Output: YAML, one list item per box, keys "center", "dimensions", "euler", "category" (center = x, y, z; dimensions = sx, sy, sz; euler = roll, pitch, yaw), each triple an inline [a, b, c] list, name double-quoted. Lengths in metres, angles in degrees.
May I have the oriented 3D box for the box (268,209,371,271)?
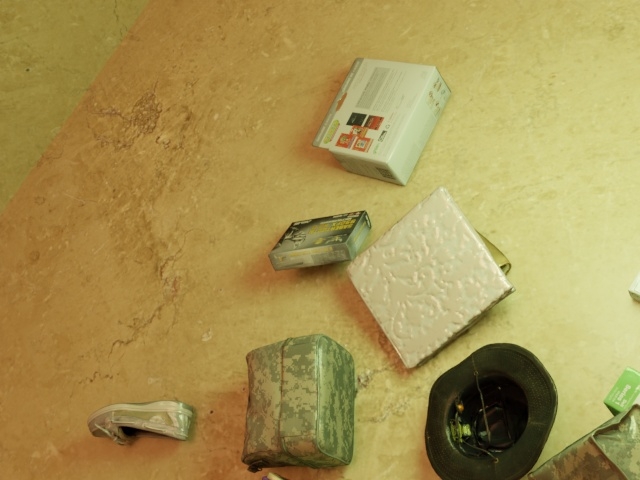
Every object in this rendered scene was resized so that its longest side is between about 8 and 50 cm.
- center: [0.000, 0.000, 2.104]
  dimensions: [0.231, 0.056, 0.183]
  euler: [-9, 25, 27]
  category: "box"

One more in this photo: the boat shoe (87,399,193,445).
- center: [-0.493, 0.502, 2.146]
  dimensions: [0.321, 0.118, 0.103]
  euler: [-9, 57, 18]
  category: "boat shoe"

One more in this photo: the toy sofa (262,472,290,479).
- center: [0.002, 0.662, 1.738]
  dimensions: [0.363, 0.177, 0.150]
  euler: [22, 77, 35]
  category: "toy sofa"

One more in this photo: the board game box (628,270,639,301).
- center: [0.818, 0.029, 1.680]
  dimensions: [0.193, 0.053, 0.305]
  euler: [29, 82, 37]
  category: "board game box"

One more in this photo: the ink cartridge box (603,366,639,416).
- center: [0.674, 0.352, 1.514]
  dimensions: [0.219, 0.160, 0.092]
  euler: [32, 83, 43]
  category: "ink cartridge box"

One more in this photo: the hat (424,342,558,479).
- center: [0.383, 0.387, 1.691]
  dimensions: [0.331, 0.134, 0.331]
  euler: [-28, 48, 37]
  category: "hat"

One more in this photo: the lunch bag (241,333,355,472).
- center: [-0.067, 0.388, 1.898]
  dimensions: [0.256, 0.212, 0.305]
  euler: [-12, 59, 23]
  category: "lunch bag"

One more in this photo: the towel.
- center: [0.253, 0.089, 1.898]
  dimensions: [0.332, 0.053, 0.317]
  euler: [-42, 64, 21]
  category: "towel"

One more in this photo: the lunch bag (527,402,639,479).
- center: [0.566, 0.483, 1.453]
  dimensions: [0.169, 0.235, 0.287]
  euler: [-20, 65, -31]
  category: "lunch bag"

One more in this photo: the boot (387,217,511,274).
- center: [0.295, 0.038, 1.955]
  dimensions: [0.236, 0.089, 0.269]
  euler: [-43, 56, 11]
  category: "boot"

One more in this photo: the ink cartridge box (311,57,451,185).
- center: [0.166, -0.336, 2.198]
  dimensions: [0.272, 0.130, 0.309]
  euler: [18, 75, 37]
  category: "ink cartridge box"
